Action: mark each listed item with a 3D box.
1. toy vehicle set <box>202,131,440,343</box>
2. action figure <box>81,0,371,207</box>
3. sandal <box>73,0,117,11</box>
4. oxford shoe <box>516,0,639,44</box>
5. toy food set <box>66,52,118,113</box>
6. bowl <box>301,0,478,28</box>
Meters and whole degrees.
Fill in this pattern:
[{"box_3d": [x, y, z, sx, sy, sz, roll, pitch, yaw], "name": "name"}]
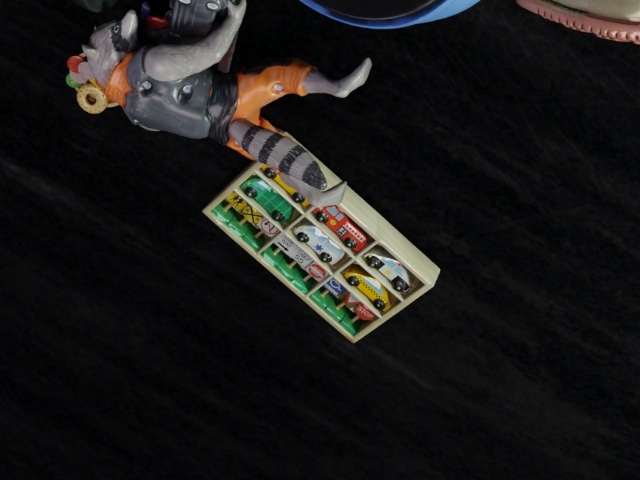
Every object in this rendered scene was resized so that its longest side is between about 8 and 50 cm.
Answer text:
[{"box_3d": [0.000, 0.000, 2.216, 0.267, 0.035, 0.166, 41, 131, -10], "name": "toy vehicle set"}, {"box_3d": [-0.116, -0.191, 1.992, 0.330, 0.179, 0.341, 18, 144, 8], "name": "action figure"}, {"box_3d": [-0.187, -0.416, 1.880, 0.107, 0.167, 0.446, 26, 132, 9], "name": "sandal"}, {"box_3d": [0.392, -0.269, 1.786, 0.396, 0.140, 0.147, 8, 104, 25], "name": "oxford shoe"}, {"box_3d": [-0.280, -0.200, 2.192, 0.083, 0.020, 0.083, -13, 120, 32], "name": "toy food set"}, {"box_3d": [0.036, -0.395, 1.782, 0.391, 0.077, 0.391, 25, 134, 29], "name": "bowl"}]
